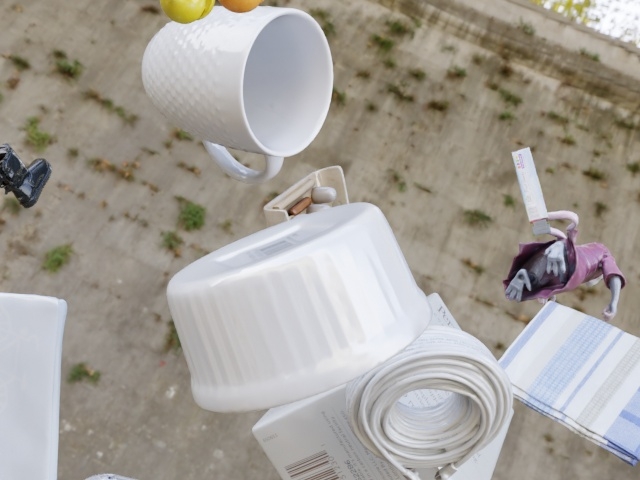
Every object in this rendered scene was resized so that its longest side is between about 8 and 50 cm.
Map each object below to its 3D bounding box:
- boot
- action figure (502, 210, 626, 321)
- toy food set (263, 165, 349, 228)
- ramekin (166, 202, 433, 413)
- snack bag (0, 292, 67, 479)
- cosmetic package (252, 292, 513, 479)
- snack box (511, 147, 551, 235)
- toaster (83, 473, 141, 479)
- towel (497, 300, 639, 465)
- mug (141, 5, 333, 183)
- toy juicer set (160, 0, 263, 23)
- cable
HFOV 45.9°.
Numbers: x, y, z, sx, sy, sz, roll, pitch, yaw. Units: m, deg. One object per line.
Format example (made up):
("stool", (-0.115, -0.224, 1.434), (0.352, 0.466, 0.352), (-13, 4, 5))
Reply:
("boot", (-0.515, -0.125, 1.296), (0.045, 0.121, 0.099), (-11, -43, 16))
("action figure", (0.604, 0.052, 1.851), (0.370, 0.276, 0.248), (-7, 7, -40))
("toy food set", (0.000, 0.000, 1.453), (0.092, 0.306, 0.220), (-4, -72, 24))
("ramekin", (-0.031, 0.062, 0.824), (0.277, 0.277, 0.135), (-9, -75, 54))
("snack bag", (-0.446, 0.195, 0.840), (0.342, 0.323, 0.037), (3, 5, 1))
("cosmetic package", (0.141, 0.369, 1.543), (0.327, 0.394, 0.329), (-32, -88, 29))
("snack box", (0.393, -0.089, 1.408), (0.037, 0.141, 0.100), (-14, -18, 15))
("toaster", (-0.279, 0.408, 1.074), (0.146, 0.129, 0.227), (25, -34, -25))
("towel", (0.443, 0.225, 1.255), (0.285, 0.209, 0.034), (26, -27, 41))
("mug", (-0.178, -0.284, 1.528), (0.328, 0.276, 0.374), (15, -50, 35))
("toy juicer set", (-0.196, -0.348, 0.857), (0.329, 0.209, 0.089), (0, -7, -39))
("cable", (0.167, 0.247, 1.172), (0.257, 0.089, 0.257), (39, -65, -24))
